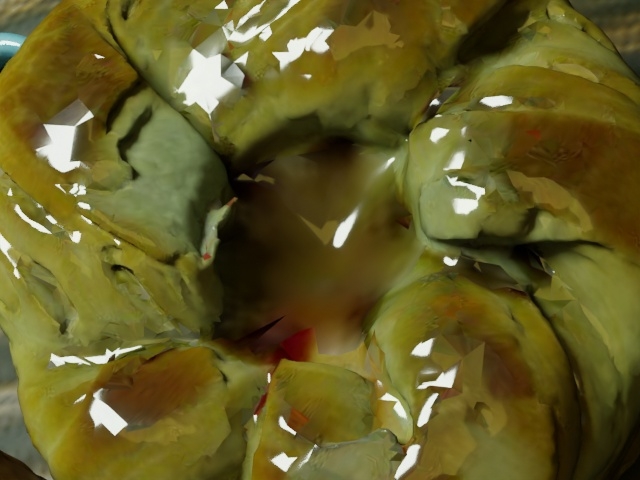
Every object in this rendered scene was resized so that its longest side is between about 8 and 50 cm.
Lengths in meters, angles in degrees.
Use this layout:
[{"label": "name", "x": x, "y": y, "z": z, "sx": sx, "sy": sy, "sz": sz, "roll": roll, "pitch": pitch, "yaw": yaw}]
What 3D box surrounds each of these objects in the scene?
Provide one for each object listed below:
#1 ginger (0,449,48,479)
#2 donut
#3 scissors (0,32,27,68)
[{"label": "ginger", "x": -0.132, "y": 0.191, "z": 0.505, "sx": 0.172, "sy": 0.321, "sz": 0.165, "roll": -13, "pitch": 21, "yaw": 2}, {"label": "donut", "x": 0.000, "y": 0.000, "z": 0.601, "sx": 0.360, "sy": 0.170, "sz": 0.360, "roll": -4, "pitch": 67, "yaw": 9}, {"label": "scissors", "x": -0.312, "y": 0.053, "z": 0.725, "sx": 0.192, "sy": 0.029, "sz": 0.447, "roll": 23, "pitch": 75, "yaw": 21}]
